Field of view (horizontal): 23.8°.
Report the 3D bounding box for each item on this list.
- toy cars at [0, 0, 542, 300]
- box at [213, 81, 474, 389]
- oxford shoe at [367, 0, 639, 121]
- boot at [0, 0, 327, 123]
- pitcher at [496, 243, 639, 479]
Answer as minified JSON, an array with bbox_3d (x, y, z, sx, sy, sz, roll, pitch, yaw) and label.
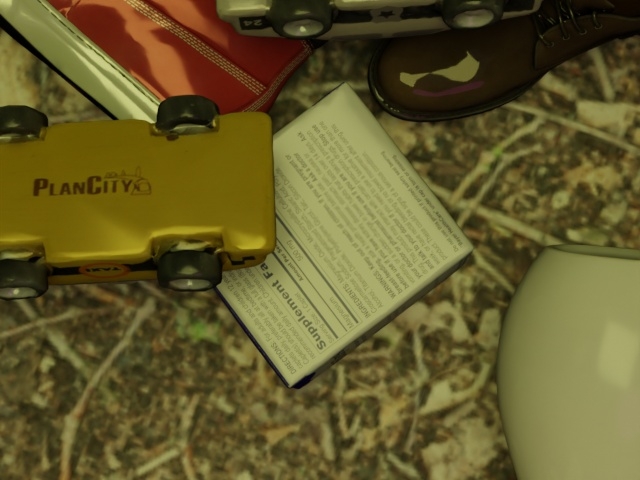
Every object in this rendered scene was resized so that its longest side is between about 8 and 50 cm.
[{"bbox_3d":[-0.040,-0.086,0.848,0.394,0.087,0.176,-43,76,-9],"label":"toy cars"},{"bbox_3d":[0.000,0.000,0.906,0.137,0.072,0.126,-37,84,-3],"label":"box"},{"bbox_3d":[0.132,-0.140,0.905,0.227,0.096,0.082,-25,86,1],"label":"oxford shoe"},{"bbox_3d":[-0.109,-0.172,0.921,0.244,0.088,0.176,39,87,-4],"label":"boot"},{"bbox_3d":[0.186,0.110,0.879,0.178,0.125,0.207,2,96,-19],"label":"pitcher"}]
